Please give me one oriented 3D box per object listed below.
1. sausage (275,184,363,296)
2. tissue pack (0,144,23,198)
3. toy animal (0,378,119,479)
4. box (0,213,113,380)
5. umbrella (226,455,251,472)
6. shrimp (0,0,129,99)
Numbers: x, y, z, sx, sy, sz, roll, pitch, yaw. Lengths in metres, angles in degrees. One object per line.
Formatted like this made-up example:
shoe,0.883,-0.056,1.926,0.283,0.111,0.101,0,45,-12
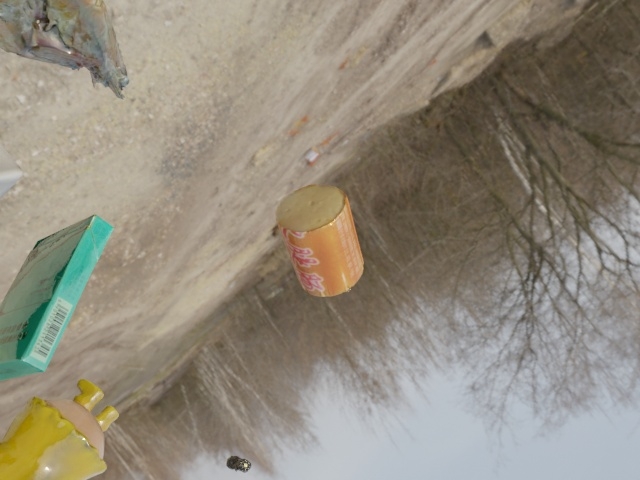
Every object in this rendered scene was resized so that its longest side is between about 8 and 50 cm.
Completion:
sausage,0.000,0.000,1.796,0.233,0.233,0.287,-37,132,-26
tissue pack,-0.892,-0.141,1.382,0.246,0.159,0.136,-38,-176,18
toy animal,-0.358,0.286,0.719,0.156,0.156,0.230,-42,-171,47
box,-0.387,0.079,0.783,0.160,0.042,0.227,-16,-134,32
umbrella,-0.225,0.599,1.519,0.144,0.040,0.037,-31,-131,60
shrimp,-0.388,-0.305,0.848,0.164,0.062,0.317,-24,154,-4
